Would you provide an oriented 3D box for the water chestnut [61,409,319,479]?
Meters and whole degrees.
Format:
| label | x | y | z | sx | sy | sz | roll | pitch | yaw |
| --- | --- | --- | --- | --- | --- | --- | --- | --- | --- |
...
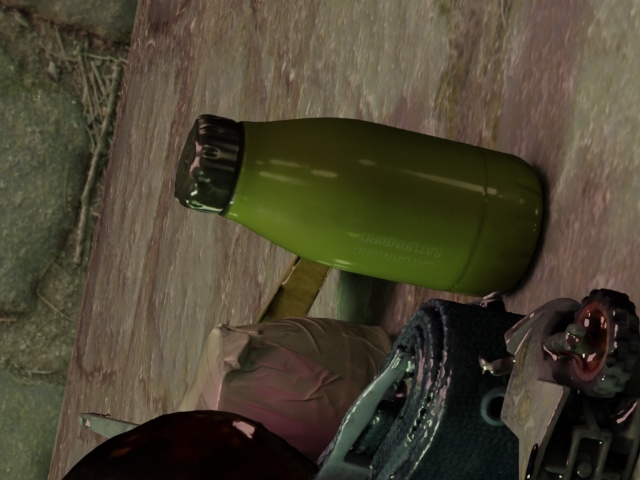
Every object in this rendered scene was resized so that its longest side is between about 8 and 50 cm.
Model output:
| label | x | y | z | sx | sy | sz | roll | pitch | yaw |
| --- | --- | --- | --- | --- | --- | --- | --- | --- | --- |
| water chestnut | -0.064 | 0.292 | 1.341 | 0.350 | 0.302 | 0.350 | 5 | 97 | 43 |

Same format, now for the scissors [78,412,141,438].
| label | x | y | z | sx | sy | sz | roll | pitch | yaw |
| --- | --- | --- | --- | --- | --- | --- | --- | --- | --- |
| scissors | -0.144 | 0.221 | 1.801 | 0.360 | 0.029 | 0.191 | 10 | 90 | 47 |

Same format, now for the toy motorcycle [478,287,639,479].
| label | x | y | z | sx | sy | sz | roll | pitch | yaw |
| --- | --- | --- | --- | --- | --- | --- | --- | --- | --- |
| toy motorcycle | 0.142 | 0.127 | 1.070 | 0.122 | 0.080 | 0.215 | -135 | 57 | -70 |

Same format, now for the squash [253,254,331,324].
| label | x | y | z | sx | sy | sz | roll | pitch | yaw |
| --- | --- | --- | --- | --- | --- | --- | --- | --- | --- |
| squash | 0.004 | 0.003 | 1.604 | 0.219 | 0.041 | 0.219 | -60 | 2 | 3 |

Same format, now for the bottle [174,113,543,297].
| label | x | y | z | sx | sy | sz | roll | pitch | yaw |
| --- | --- | --- | --- | --- | --- | --- | --- | --- | --- |
| bottle | 0.026 | -0.033 | 1.251 | 0.112 | 0.260 | 0.112 | -168 | 90 | -75 |

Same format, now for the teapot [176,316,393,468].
| label | x | y | z | sx | sy | sz | roll | pitch | yaw |
| --- | --- | --- | --- | --- | --- | --- | --- | --- | --- |
| teapot | -0.040 | 0.148 | 1.504 | 0.221 | 0.178 | 0.163 | 141 | 139 | -68 |

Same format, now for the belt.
| label | x | y | z | sx | sy | sz | roll | pitch | yaw |
| --- | --- | --- | --- | --- | --- | --- | --- | --- | --- |
| belt | 0.077 | 0.129 | 1.198 | 0.218 | 0.128 | 0.122 | 117 | 158 | -47 |
